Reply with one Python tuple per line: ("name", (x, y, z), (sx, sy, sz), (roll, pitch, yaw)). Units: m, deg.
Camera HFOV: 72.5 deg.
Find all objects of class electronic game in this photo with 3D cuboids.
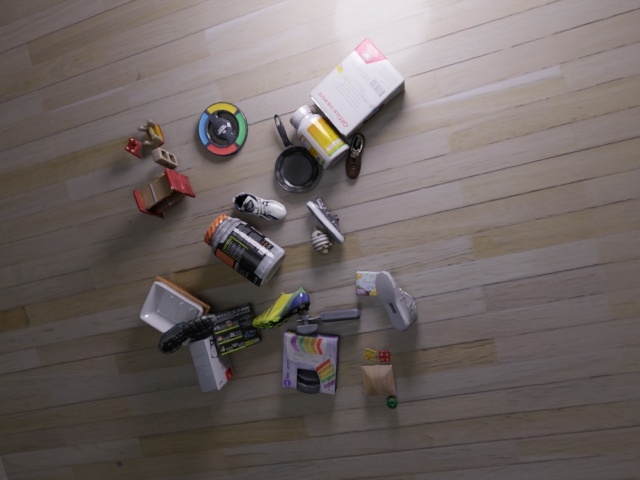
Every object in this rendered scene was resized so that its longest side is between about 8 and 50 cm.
("electronic game", (-0.422, -0.482, 1.889), (0.229, 0.048, 0.230), (1, 97, 11))

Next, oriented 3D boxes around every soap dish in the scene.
("soap dish", (-0.661, 0.323, 2.005), (0.290, 0.118, 0.229), (28, 102, 7))

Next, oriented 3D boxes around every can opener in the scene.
("can opener", (0.032, 0.352, 1.879), (0.283, 0.076, 0.095), (-8, 76, 13))

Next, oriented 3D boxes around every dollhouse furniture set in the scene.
("dollhouse furniture set", (-0.732, -0.315, 1.946), (0.201, 0.152, 0.374), (-28, 74, 14))

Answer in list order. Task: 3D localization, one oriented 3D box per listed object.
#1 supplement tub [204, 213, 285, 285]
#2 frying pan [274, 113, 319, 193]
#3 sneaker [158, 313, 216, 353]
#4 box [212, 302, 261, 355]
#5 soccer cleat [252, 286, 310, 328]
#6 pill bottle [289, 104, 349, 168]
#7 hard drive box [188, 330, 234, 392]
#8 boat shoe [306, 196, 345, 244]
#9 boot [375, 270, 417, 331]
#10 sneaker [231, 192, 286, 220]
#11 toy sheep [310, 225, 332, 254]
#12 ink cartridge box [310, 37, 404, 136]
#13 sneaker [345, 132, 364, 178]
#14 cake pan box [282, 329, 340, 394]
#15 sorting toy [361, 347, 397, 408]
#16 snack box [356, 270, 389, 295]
("supplement tub", (-0.324, 0.036, 1.860), (0.316, 0.193, 0.194), (36, 103, 5))
("frying pan", (-0.140, -0.346, 1.846), (0.197, 0.053, 0.326), (-43, 85, 14))
("sneaker", (-0.576, 0.379, 1.880), (0.267, 0.106, 0.101), (-27, 121, -5))
("box", (-0.381, 0.396, 1.954), (0.190, 0.045, 0.184), (-17, 96, -15))
("soccer cleat", (-0.177, 0.299, 1.927), (0.289, 0.093, 0.121), (-27, 60, 14))
("pill bottle", (-0.009, -0.421, 1.764), (0.136, 0.136, 0.246), (-41, 88, 14))
("hard drive box", (-0.489, 0.534, 1.964), (0.089, 0.181, 0.232), (-13, 95, 12))
("boat shoe", (0.038, -0.088, 1.835), (0.076, 0.080, 0.228), (-40, 83, -11))
("boot", (0.316, 0.235, 1.795), (0.095, 0.123, 0.259), (-18, 94, 42))
("sneaker", (-0.268, -0.141, 1.845), (0.234, 0.153, 0.094), (26, 102, 7))
("toy sheep", (0.000, 0.000, 1.843), (0.091, 0.091, 0.132), (-19, 80, 13))
("ink cartridge box", (0.146, -0.589, 1.714), (0.306, 0.131, 0.226), (-40, 89, 15))
("sneaker", (0.135, -0.345, 1.777), (0.066, 0.071, 0.189), (10, 99, 10))
("cake pan box", (-0.045, 0.539, 1.931), (0.245, 0.070, 0.267), (6, 99, 13))
("sorting toy", (0.251, 0.587, 1.884), (0.132, 0.046, 0.275), (-7, 96, 13))
("snack box", (0.221, 0.182, 1.843), (0.141, 0.037, 0.100), (0, 96, 11))
